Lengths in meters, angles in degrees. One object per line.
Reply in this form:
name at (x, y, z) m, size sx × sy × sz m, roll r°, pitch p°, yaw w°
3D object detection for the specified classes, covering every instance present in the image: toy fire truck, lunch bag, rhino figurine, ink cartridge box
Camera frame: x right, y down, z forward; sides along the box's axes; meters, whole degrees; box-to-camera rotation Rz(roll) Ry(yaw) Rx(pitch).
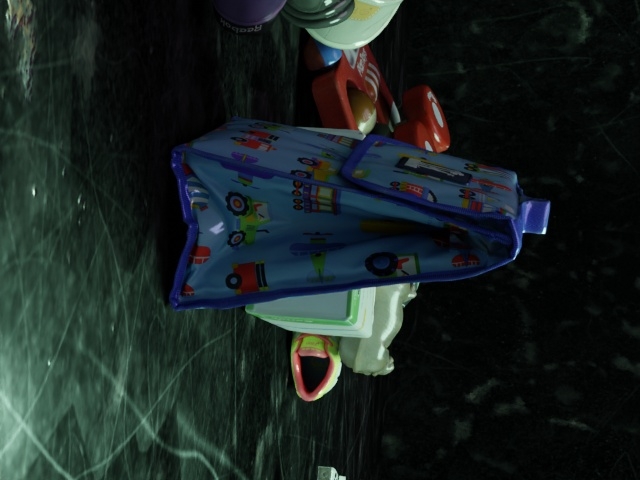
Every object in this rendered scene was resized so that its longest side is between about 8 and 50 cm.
toy fire truck at (0.047, -0.180, 1.665) m, size 0.254 × 0.169 × 0.302 m, roll 62°, pitch 21°, yaw -22°
lunch bag at (0.043, -0.020, 1.026) m, size 0.221 × 0.293 × 0.138 m, roll -57°, pitch 150°, yaw -76°
rhino figurine at (0.081, 0.061, 1.582) m, size 0.106 × 0.073 × 0.243 m, roll -7°, pitch 113°, yaw -70°
ink cartridge box at (0.000, 0.000, 1.400) m, size 0.278 × 0.117 × 0.201 m, roll 50°, pitch 44°, yaw -80°

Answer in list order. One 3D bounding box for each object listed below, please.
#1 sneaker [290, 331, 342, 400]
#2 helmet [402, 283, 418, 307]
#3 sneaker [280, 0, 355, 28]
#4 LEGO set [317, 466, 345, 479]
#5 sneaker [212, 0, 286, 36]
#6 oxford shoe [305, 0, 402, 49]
sneaker at (0.000, 0.116, 1.609) m, size 0.094 × 0.081 × 0.209 m, roll -54°, pitch 147°, yaw -73°
helmet at (0.074, 0.038, 1.839) m, size 0.161 × 0.169 × 0.169 m, roll -107°, pitch -167°, yaw -56°
sneaker at (0.005, -0.355, 1.389) m, size 0.147 × 0.104 × 0.296 m, roll 88°, pitch 14°, yaw -47°
LEGO set at (-0.014, 0.404, 1.569) m, size 0.093 × 0.087 × 0.227 m, roll 30°, pitch 62°, yaw -65°
sneaker at (-0.050, -0.291, 1.067) m, size 0.124 × 0.107 × 0.283 m, roll 107°, pitch -2°, yaw -47°
oxford shoe at (0.105, -0.445, 1.518) m, size 0.449 × 0.169 × 0.130 m, roll -66°, pitch -173°, yaw -13°
